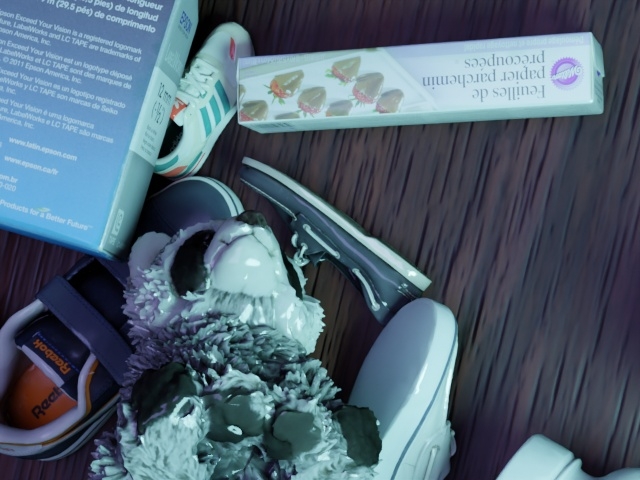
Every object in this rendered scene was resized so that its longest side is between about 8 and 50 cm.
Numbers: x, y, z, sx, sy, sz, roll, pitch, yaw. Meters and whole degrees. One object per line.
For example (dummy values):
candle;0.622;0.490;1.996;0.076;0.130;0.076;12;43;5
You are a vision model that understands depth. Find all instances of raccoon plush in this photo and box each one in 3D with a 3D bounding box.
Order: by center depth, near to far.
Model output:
raccoon plush;-0.136;0.185;1.393;0.216;0.299;0.446;29;106;-24

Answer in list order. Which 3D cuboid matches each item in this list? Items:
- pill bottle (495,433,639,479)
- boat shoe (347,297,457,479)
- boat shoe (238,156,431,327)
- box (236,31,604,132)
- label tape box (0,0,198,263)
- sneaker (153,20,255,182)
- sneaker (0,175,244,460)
pill bottle;0.275;0.301;1.304;0.334;0.188;0.188;32;96;18
boat shoe;0.073;0.182;1.429;0.096;0.088;0.267;25;97;62
boat shoe;0.000;0.000;1.475;0.206;0.075;0.065;36;94;12
box;0.085;-0.138;1.462;0.324;0.067;0.063;-2;86;19
label tape box;-0.246;-0.181;1.452;0.249;0.115;0.348;16;84;7
sneaker;-0.115;-0.129;1.519;0.057;0.075;0.161;31;96;17
sneaker;-0.193;0.075;1.506;0.126;0.127;0.321;39;97;18
